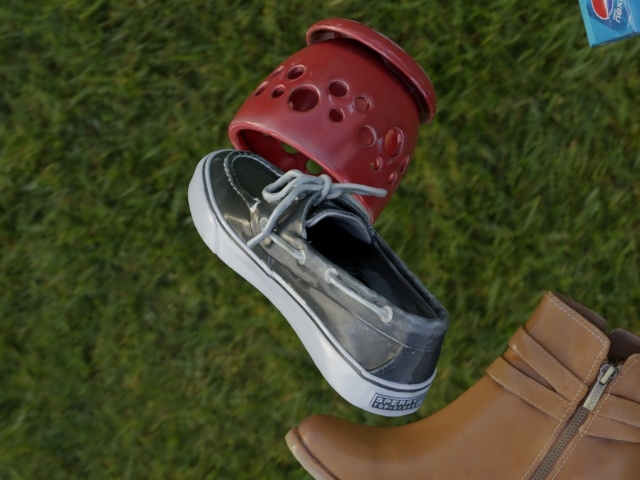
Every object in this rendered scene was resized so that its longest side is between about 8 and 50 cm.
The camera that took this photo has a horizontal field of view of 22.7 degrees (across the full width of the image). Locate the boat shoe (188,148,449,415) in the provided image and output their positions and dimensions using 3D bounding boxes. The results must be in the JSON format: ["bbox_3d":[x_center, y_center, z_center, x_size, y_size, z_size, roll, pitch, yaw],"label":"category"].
[{"bbox_3d":[-0.003,0.000,1.238,0.306,0.113,0.105,54,134,44],"label":"boat shoe"}]

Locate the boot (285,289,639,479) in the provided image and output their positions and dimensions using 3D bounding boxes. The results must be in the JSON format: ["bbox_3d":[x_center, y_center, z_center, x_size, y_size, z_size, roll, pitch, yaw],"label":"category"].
[{"bbox_3d":[0.135,0.139,1.276,0.283,0.109,0.220,24,106,0],"label":"boot"}]

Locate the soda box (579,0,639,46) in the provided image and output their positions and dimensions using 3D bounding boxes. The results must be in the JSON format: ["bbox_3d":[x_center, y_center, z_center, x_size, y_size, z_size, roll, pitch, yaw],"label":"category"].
[{"bbox_3d":[0.310,-0.215,1.281,0.067,0.210,0.071,-9,97,66],"label":"soda box"}]

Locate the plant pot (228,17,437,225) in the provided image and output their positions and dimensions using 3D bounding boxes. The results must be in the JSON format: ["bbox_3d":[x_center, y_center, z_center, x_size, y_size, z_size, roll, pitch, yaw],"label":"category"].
[{"bbox_3d":[0.024,-0.131,1.744,0.191,0.191,0.174,35,75,7],"label":"plant pot"}]
